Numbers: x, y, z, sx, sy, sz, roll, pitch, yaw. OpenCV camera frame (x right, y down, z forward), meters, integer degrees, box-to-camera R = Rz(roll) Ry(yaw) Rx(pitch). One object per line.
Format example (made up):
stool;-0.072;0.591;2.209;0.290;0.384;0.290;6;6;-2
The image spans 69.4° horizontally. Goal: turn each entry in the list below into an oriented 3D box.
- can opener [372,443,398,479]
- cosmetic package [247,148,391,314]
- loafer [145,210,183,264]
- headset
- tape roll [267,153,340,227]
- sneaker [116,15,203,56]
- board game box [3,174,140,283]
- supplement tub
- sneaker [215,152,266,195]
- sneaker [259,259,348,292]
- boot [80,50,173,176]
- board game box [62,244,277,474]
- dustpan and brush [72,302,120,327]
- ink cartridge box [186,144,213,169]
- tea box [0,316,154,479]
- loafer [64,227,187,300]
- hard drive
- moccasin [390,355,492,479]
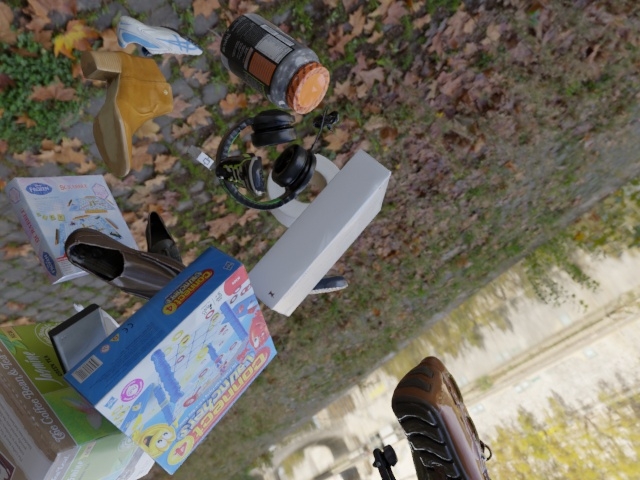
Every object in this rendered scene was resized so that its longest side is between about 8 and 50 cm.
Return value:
can opener;0.192;0.667;1.320;0.059;0.186;0.073;27;107;-16
cosmetic package;0.000;0.000;1.073;0.377;0.097;0.284;-49;172;-8
loafer;-0.492;0.013;1.418;0.096;0.267;0.084;-16;136;-23
headset;-0.109;-0.250;1.275;0.394;0.185;0.243;-37;113;-18
tape roll;-0.053;-0.179;1.696;0.287;0.286;0.100;-21;160;-14
sneaker;-0.436;-0.540;1.261;0.237;0.085;0.086;-3;127;-43
board game box;-0.760;-0.050;1.454;0.066;0.317;0.319;-27;178;22
supplement tub;-0.136;-0.529;1.399;0.194;0.316;0.193;-42;159;-20
sneaker;-0.179;-0.142;1.013;0.097;0.084;0.235;-10;-164;-13
sneaker;-0.069;0.114;1.539;0.320;0.130;0.112;-3;168;8
boot;-0.434;-0.305;1.107;0.104;0.294;0.211;-9;-173;30
board game box;-0.234;0.219;0.831;0.308;0.086;0.301;-47;146;-29
dustpan and brush;-0.744;0.253;1.524;0.060;0.148;0.211;-50;148;-32
ink cartridge box;-0.353;-0.246;1.375;0.028;0.048;0.083;-53;156;-2
tea box;-0.531;0.354;0.968;0.219;0.329;0.324;-58;158;11
loafer;-0.505;0.089;1.225;0.366;0.130;0.133;23;96;-14
hard drive;-0.442;0.195;0.861;0.094;0.022;0.135;-42;145;-46
moccasin;0.236;0.384;0.840;0.139;0.379;0.147;-14;-162;42
